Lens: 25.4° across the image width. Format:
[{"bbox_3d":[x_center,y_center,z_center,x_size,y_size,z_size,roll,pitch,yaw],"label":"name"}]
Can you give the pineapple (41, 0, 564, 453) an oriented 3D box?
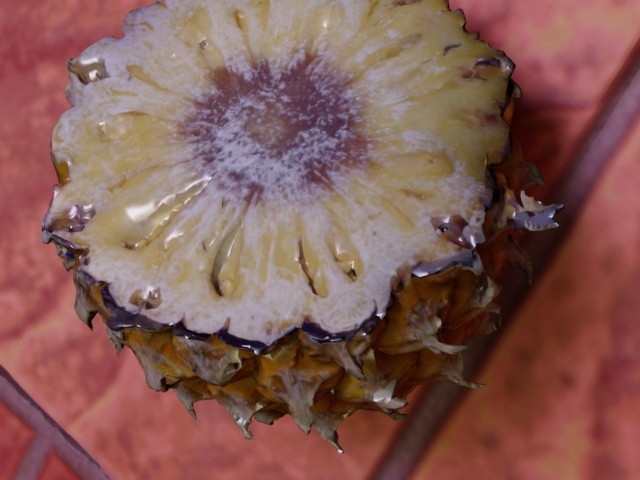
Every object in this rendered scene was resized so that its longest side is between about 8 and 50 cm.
[{"bbox_3d":[-0.004,0.001,0.506,0.176,0.137,0.161,38,72,28],"label":"pineapple"}]
